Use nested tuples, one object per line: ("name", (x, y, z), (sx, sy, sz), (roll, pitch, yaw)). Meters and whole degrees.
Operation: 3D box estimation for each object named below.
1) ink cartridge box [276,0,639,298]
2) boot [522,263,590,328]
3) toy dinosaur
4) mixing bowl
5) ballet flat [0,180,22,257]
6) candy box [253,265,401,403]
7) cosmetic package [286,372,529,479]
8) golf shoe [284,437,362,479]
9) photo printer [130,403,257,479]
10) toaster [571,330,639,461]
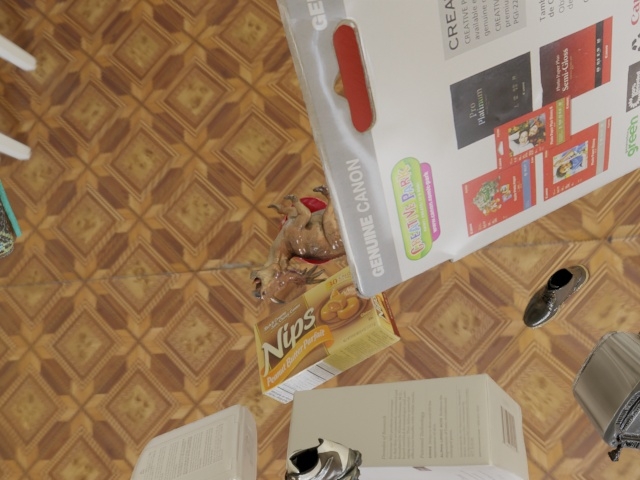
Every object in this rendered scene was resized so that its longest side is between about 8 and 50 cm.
("ink cartridge box", (0.085, -0.157, 0.405), (0.272, 0.309, 0.130), (-26, 38, -13))
("boot", (0.527, 0.129, 1.526), (0.077, 0.137, 0.198), (45, 113, 27))
("toy dinosaur", (0.000, 0.000, 1.299), (0.295, 0.127, 0.200), (-16, 90, 8))
("mixing bowl", (-0.044, -0.017, 1.729), (0.098, 0.181, 0.181), (-19, 71, 52))
("ballet flat", (-0.177, -0.037, 0.292), (0.070, 0.188, 0.070), (7, 57, -11))
("candy box", (0.004, 0.199, 1.427), (0.316, 0.087, 0.183), (-34, 44, 22))
("cosmetic package", (0.154, 0.359, 1.198), (0.385, 0.217, 0.156), (-14, 56, 29))
("golf shoe", (-0.030, 0.363, 1.007), (0.094, 0.077, 0.198), (41, 112, -18))
("photo printer", (-0.299, 0.535, 1.512), (0.307, 0.256, 0.107), (-24, 117, 7))
("toaster", (0.563, 0.275, 1.204), (0.129, 0.146, 0.227), (10, 117, -19))
